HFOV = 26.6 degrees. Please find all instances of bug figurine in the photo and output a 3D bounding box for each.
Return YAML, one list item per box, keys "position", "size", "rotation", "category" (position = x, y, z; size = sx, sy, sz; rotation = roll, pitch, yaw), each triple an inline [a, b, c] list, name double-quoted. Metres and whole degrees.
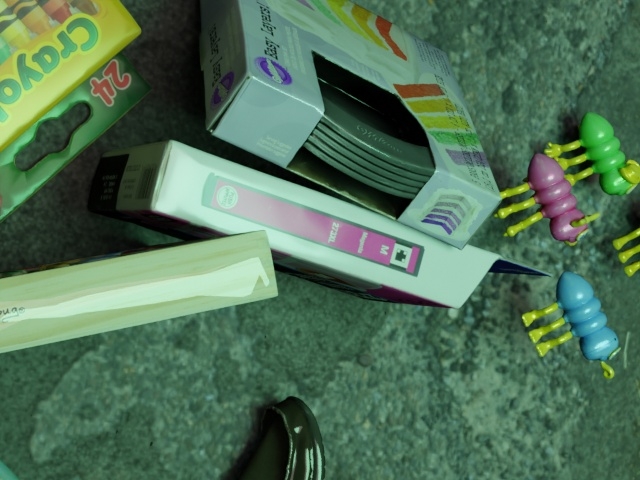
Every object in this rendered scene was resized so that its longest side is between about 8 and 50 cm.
- position: [0.275, -0.006, 1.307]
  size: [0.279, 0.072, 0.216]
  rotation: [-34, 96, -45]
  category: "bug figurine"

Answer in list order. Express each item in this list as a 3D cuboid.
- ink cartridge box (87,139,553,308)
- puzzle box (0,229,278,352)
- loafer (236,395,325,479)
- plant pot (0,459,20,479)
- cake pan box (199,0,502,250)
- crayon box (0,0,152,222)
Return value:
- position: [0.000, 0.000, 1.170]
  size: [0.371, 0.176, 0.069]
  rotation: [16, 84, -25]
  category: "ink cartridge box"
- position: [-0.268, 0.054, 0.993]
  size: [0.409, 0.272, 0.052]
  rotation: [-10, 91, -26]
  category: "puzzle box"
- position: [-0.055, 0.245, 1.197]
  size: [0.078, 0.080, 0.220]
  rotation: [13, 85, -25]
  category: "loafer"
- position: [-0.303, 0.286, 0.999]
  size: [0.248, 0.247, 0.252]
  rotation: [-14, 80, -25]
  category: "plant pot"
- position: [0.017, -0.126, 1.146]
  size: [0.246, 0.267, 0.070]
  rotation: [23, 120, -21]
  category: "cake pan box"
- position: [-0.291, -0.188, 1.085]
  size: [0.202, 0.081, 0.318]
  rotation: [-45, 108, -19]
  category: "crayon box"
